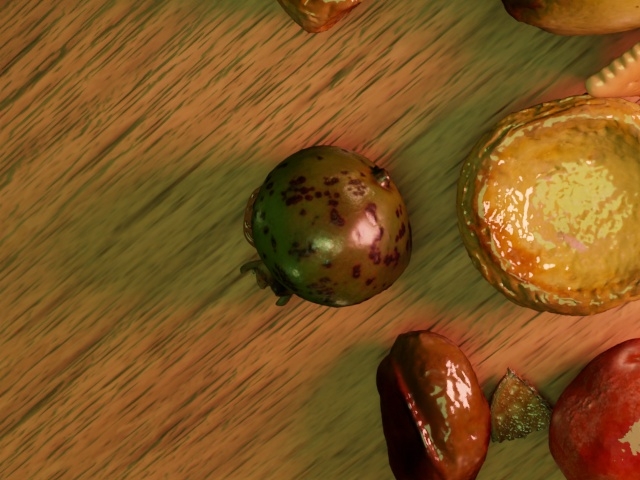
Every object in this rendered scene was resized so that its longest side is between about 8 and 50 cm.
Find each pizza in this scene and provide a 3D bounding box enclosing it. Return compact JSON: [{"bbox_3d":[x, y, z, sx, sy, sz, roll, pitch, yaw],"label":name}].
[{"bbox_3d":[0.256,0.227,1.897,0.100,0.029,0.099,42,113,1],"label":"pizza"}]

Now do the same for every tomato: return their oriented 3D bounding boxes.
[{"bbox_3d":[0.402,0.246,1.792,0.232,0.188,0.232,2,105,9],"label":"tomato"}]

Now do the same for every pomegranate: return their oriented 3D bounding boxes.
[{"bbox_3d":[0.000,0.000,1.802,0.211,0.211,0.263,43,121,-2],"label":"pomegranate"}]

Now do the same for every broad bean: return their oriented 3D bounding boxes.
[{"bbox_3d":[0.145,0.227,1.865,0.122,0.156,0.229,-9,95,-32],"label":"broad bean"}]

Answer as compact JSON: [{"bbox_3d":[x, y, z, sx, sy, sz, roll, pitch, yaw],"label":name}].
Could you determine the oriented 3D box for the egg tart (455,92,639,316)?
[{"bbox_3d":[0.313,-0.045,1.779,0.294,0.123,0.294,1,98,9],"label":"egg tart"}]

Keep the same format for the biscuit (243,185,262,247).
[{"bbox_3d":[-0.061,-0.029,1.894,0.078,0.015,0.091,11,104,7],"label":"biscuit"}]

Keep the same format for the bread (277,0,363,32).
[{"bbox_3d":[-0.052,-0.389,1.736,0.132,0.167,0.294,-41,93,15],"label":"bread"}]

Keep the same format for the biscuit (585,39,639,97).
[{"bbox_3d":[0.429,-0.233,1.637,0.249,0.160,0.030,-36,73,34],"label":"biscuit"}]

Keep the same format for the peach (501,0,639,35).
[{"bbox_3d":[0.333,-0.375,1.599,0.315,0.281,0.314,-22,123,-28],"label":"peach"}]
